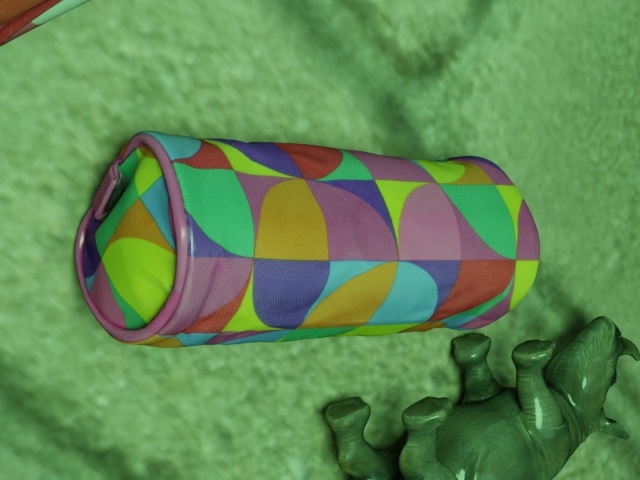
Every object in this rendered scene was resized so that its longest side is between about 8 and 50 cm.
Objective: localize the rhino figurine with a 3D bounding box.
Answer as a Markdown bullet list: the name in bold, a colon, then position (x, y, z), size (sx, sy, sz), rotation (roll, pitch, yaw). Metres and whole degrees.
- **rhino figurine**: position (0.112, 0.111, 0.750), size (0.243, 0.073, 0.106), rotation (-21, 112, -35)

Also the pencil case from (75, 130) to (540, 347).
- **pencil case**: position (0.000, 0.000, 0.611), size (0.236, 0.104, 0.104), rotation (1, 103, -41)

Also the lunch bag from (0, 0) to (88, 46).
- **lunch bag**: position (-0.180, -0.168, 0.378), size (0.293, 0.120, 0.258), rotation (-40, 122, -38)
